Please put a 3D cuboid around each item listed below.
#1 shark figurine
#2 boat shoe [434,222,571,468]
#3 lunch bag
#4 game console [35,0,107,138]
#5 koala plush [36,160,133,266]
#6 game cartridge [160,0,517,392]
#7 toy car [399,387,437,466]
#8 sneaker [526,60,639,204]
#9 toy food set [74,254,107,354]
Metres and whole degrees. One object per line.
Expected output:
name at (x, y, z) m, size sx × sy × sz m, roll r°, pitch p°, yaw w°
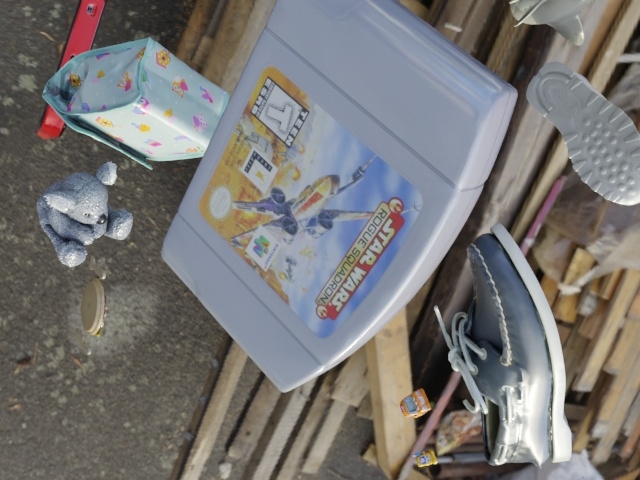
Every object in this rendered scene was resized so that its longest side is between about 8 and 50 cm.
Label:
shark figurine at (0.336, -0.333, 0.892) m, size 0.116 × 0.278 × 0.166 m, roll 41°, pitch 95°, yaw -16°
boat shoe at (0.146, 0.098, 0.501) m, size 0.079 × 0.095 × 0.254 m, roll -17°, pitch 129°, yaw 8°
lunch bag at (-0.340, -0.237, 1.127) m, size 0.223 × 0.262 × 0.160 m, roll 29°, pitch 62°, yaw -56°
game console at (-0.614, -0.437, 1.521) m, size 0.060 × 0.342 × 0.386 m, roll 19°, pitch 88°, yaw -27°
koala plush at (-0.556, -0.087, 1.431) m, size 0.196 × 0.221 × 0.203 m, roll -37°, pitch 87°, yaw -32°
game cartridge at (-0.003, -0.029, 0.465) m, size 0.062 × 0.198 × 0.297 m, roll -13°, pitch 142°, yaw -51°
toy car at (0.149, 0.284, 0.926) m, size 0.041 × 0.060 × 0.122 m, roll -13°, pitch 83°, yaw -17°
sneaker at (0.372, -0.143, 0.823) m, size 0.095 × 0.235 × 0.090 m, roll 13°, pitch 137°, yaw -42°
toy food set at (-0.485, 0.141, 1.342) m, size 0.039 × 0.132 × 0.192 m, roll 7°, pitch 102°, yaw -37°
